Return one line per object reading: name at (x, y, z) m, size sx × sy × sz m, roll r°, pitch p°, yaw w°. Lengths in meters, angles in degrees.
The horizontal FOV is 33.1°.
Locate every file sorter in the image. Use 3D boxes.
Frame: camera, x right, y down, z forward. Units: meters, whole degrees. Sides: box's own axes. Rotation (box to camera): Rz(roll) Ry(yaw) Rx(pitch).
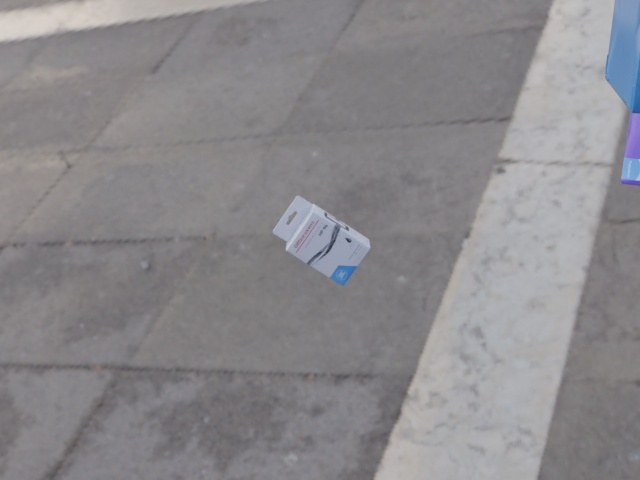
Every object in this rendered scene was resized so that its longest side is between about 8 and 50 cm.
file sorter at (0.347, -0.197, 1.049) m, size 0.104 × 0.118 × 0.170 m, roll 4°, pitch 20°, yaw 5°

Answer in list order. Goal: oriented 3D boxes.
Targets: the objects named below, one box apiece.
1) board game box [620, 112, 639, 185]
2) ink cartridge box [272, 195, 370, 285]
board game box at (0.459, -0.228, 1.288) m, size 0.078 × 0.347 × 0.233 m, roll 10°, pitch 5°, yaw 35°
ink cartridge box at (0.000, 0.000, 1.029) m, size 0.048 × 0.083 × 0.028 m, roll -56°, pitch 10°, yaw 15°
